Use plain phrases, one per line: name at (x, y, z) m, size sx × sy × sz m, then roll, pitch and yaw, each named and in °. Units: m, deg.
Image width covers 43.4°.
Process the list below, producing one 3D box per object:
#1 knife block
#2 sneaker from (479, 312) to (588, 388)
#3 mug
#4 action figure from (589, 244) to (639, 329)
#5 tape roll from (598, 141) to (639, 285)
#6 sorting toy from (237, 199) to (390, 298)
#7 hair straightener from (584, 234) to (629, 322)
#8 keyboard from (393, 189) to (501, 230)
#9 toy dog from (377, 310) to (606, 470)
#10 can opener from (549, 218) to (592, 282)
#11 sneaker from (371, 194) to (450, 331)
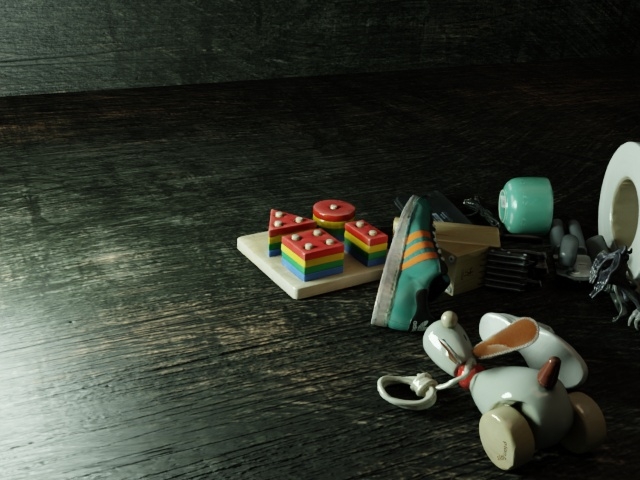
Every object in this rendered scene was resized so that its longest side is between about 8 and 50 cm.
knife block at (0.311, 0.020, 1.619) m, size 0.242 × 0.088 × 0.276 m, roll -14°, pitch 29°, yaw -33°
sneaker at (0.367, 0.170, 1.325) m, size 0.094 × 0.080 × 0.212 m, roll -1°, pitch 21°, yaw -35°
mug at (0.452, -0.068, 1.800) m, size 0.097 × 0.157 × 0.129 m, roll 0°, pitch 49°, yaw 0°
action figure at (0.586, 0.124, 1.373) m, size 0.276 × 0.141 × 0.164 m, roll 31°, pitch 18°, yaw -1°
tape roll at (0.639, -0.049, 1.572) m, size 0.100 × 0.286 × 0.286 m, roll 1°, pitch 25°, yaw -1°
sorting toy at (0.000, 0.000, 1.628) m, size 0.257 × 0.089 × 0.255 m, roll -12°, pitch 29°, yaw -28°
hair straightener at (0.539, 0.065, 1.532) m, size 0.047 × 0.089 × 0.230 m, roll -24°, pitch 32°, yaw 25°
keyboard at (0.304, -0.045, 1.827) m, size 0.202 × 0.033 × 0.317 m, roll -9°, pitch 27°, yaw -10°
toy dog at (0.256, 0.184, 1.169) m, size 0.334 × 0.161 × 0.220 m, roll 25°, pitch 32°, yaw 39°
can opener at (0.521, 0.010, 1.670) m, size 0.074 × 0.093 × 0.280 m, roll 6°, pitch 20°, yaw 10°
sneaker at (0.182, 0.046, 1.478) m, size 0.121 × 0.108 × 0.302 m, roll 15°, pitch 52°, yaw 6°
